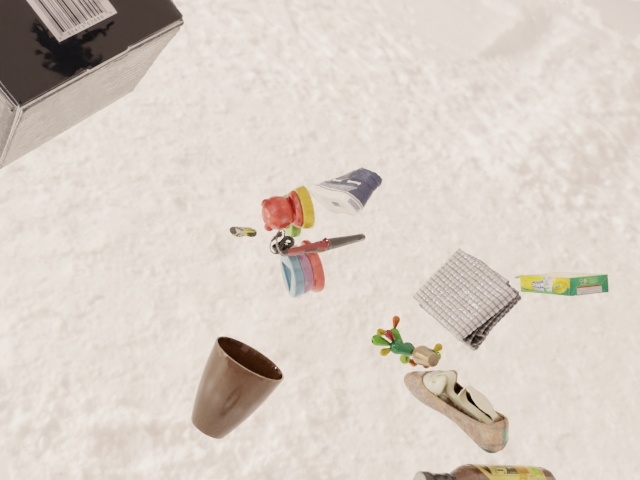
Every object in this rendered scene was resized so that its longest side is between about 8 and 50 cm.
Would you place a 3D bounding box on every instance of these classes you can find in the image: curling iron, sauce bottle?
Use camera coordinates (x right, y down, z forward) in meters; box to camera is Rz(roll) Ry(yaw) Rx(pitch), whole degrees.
[{"bbox_3d":[0.000,0.000,1.595,0.274,0.035,0.068,-5,69,-32],"label":"curling iron"},{"bbox_3d":[0.377,0.567,1.508,0.344,0.111,0.111,9,39,-21],"label":"sauce bottle"}]

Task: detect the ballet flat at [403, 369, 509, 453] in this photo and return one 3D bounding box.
[{"bbox_3d":[0.332,0.379,1.605,0.108,0.106,0.316,-20,37,-36],"label":"ballet flat"}]

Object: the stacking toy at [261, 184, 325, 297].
[{"bbox_3d":[-0.103,0.005,1.877,0.130,0.309,0.279,-13,10,-17],"label":"stacking toy"}]

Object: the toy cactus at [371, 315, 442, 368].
[{"bbox_3d":[0.243,0.275,1.684,0.219,0.112,0.180,31,-8,-25],"label":"toy cactus"}]

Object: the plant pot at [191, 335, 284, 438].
[{"bbox_3d":[-0.251,0.418,1.814,0.215,0.230,0.215,31,3,-2],"label":"plant pot"}]

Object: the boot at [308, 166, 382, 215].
[{"bbox_3d":[0.050,-0.102,1.306,0.069,0.086,0.190,48,-12,-27],"label":"boot"}]

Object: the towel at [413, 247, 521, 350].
[{"bbox_3d":[0.453,0.182,2.044,0.121,0.235,0.284,49,-3,-37],"label":"towel"}]

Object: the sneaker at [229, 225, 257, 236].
[{"bbox_3d":[-0.227,-0.025,1.953,0.083,0.031,0.035,11,10,3],"label":"sneaker"}]

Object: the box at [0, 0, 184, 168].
[{"bbox_3d":[-0.673,-0.469,1.659,0.480,0.472,0.297,-42,101,-31],"label":"box"}]

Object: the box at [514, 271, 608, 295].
[{"bbox_3d":[0.509,0.091,1.415,0.105,0.043,0.179,-3,2,-20],"label":"box"}]
